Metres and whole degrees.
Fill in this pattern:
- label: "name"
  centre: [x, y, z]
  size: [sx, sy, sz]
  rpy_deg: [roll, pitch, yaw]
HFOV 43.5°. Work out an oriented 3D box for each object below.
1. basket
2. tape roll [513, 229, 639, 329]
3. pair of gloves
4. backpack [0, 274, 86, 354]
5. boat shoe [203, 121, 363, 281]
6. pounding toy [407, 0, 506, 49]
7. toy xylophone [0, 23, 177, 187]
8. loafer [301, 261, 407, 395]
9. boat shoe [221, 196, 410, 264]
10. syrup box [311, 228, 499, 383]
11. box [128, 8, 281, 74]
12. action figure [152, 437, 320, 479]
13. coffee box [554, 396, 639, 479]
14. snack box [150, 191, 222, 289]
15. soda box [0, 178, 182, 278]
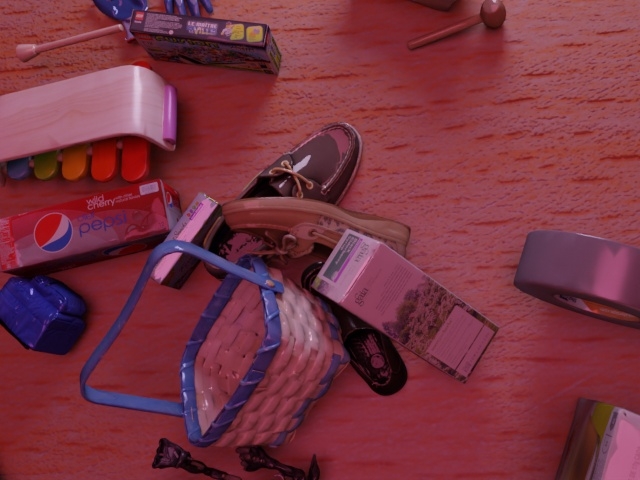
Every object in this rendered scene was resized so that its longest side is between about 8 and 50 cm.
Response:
- label: "basket"
  centre: [-0.133, 0.143, 1.041]
  size: [0.254, 0.289, 0.201]
  rpy_deg: [-53, 36, 22]
- label: "tape roll"
  centre: [0.364, 0.055, 1.033]
  size: [0.219, 0.219, 0.072]
  rpy_deg: [18, 84, 10]
- label: "pair of gloves"
  centre: [-0.268, -0.403, 1.288]
  size: [0.198, 0.023, 0.159]
  rpy_deg: [-22, 77, 3]
- label: "backpack"
  centre: [-0.417, 0.102, 1.193]
  size: [0.120, 0.098, 0.101]
  rpy_deg: [32, 82, 23]
- label: "boat shoe"
  centre: [-0.053, -0.058, 1.170]
  size: [0.109, 0.091, 0.305]
  rpy_deg: [43, 89, 11]
- label: "pounding toy"
  centre: [0.141, -0.379, 1.163]
  size: [0.270, 0.154, 0.154]
  rpy_deg: [21, 84, 11]
- label: "toy xylophone"
  centre: [-0.368, -0.198, 1.213]
  size: [0.323, 0.081, 0.236]
  rpy_deg: [-2, 69, 18]
- label: "loafer"
  centre: [0.050, 0.119, 1.135]
  size: [0.080, 0.078, 0.220]
  rpy_deg: [-38, 79, 0]
- label: "boat shoe"
  centre: [0.000, 0.000, 1.091]
  size: [0.285, 0.105, 0.089]
  rpy_deg: [10, 82, -26]
- label: "syrup box"
  centre: [0.113, 0.088, 1.063]
  size: [0.237, 0.096, 0.093]
  rpy_deg: [34, 86, -26]
- label: "box"
  centre: [-0.171, -0.298, 1.212]
  size: [0.207, 0.114, 0.036]
  rpy_deg: [9, 82, 9]
- label: "action figure"
  centre: [-0.103, 0.352, 1.095]
  size: [0.276, 0.141, 0.164]
  rpy_deg: [20, 75, -16]
- label: "coffee box"
  centre: [0.429, 0.398, 0.912]
  size: [0.338, 0.334, 0.337]
  rpy_deg: [18, 85, 12]
- label: "snack box"
  centre: [-0.191, 0.003, 1.174]
  size: [0.037, 0.100, 0.141]
  rpy_deg: [35, 87, 11]
- label: "soda box"
  centre: [-0.342, -0.015, 1.201]
  size: [0.263, 0.092, 0.083]
  rpy_deg: [-13, 80, 5]
